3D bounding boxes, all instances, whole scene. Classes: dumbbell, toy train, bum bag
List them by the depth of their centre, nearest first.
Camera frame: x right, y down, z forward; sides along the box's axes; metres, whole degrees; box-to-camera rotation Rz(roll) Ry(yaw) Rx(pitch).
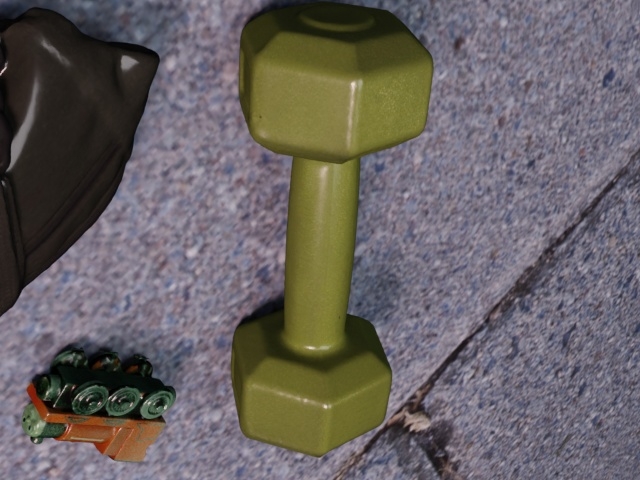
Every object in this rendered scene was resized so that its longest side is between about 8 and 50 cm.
[{"bbox_3d":[-0.203,0.003,0.437,0.326,0.080,0.142,-43,142,-17],"label":"bum bag"},{"bbox_3d":[-0.142,0.107,0.597,0.103,0.044,0.064,19,111,-49],"label":"toy train"},{"bbox_3d":[0.000,0.000,0.614,0.108,0.121,0.301,-3,120,-12],"label":"dumbbell"}]
